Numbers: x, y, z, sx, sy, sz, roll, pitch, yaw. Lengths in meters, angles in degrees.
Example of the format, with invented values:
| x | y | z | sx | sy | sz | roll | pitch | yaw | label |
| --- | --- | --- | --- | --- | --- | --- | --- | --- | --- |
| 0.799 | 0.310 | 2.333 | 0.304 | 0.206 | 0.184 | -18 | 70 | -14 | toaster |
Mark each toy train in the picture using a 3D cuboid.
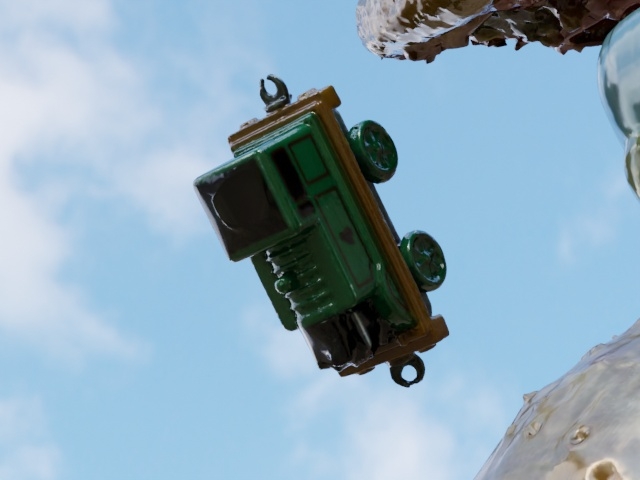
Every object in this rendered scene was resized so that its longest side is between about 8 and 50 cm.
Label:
| x | y | z | sx | sy | sz | roll | pitch | yaw | label |
| --- | --- | --- | --- | --- | --- | --- | --- | --- | --- |
| 0.000 | 0.000 | 1.201 | 0.091 | 0.136 | 0.227 | -23 | -88 | 37 | toy train |

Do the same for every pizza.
| x | y | z | sx | sy | sz | roll | pitch | yaw | label |
| --- | --- | --- | --- | --- | --- | --- | --- | --- | --- |
| 0.269 | -0.201 | 1.192 | 0.406 | 0.130 | 0.440 | -5 | -12 | -37 | pizza |

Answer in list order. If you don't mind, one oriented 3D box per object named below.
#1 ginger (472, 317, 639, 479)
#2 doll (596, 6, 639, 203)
| x | y | z | sx | sy | sz | roll | pitch | yaw | label |
| --- | --- | --- | --- | --- | --- | --- | --- | --- | --- |
| 0.086 | 0.088 | 0.456 | 0.102 | 0.216 | 0.157 | 42 | -25 | -19 | ginger |
| 0.244 | -0.003 | 0.941 | 0.177 | 0.260 | 0.161 | -11 | -9 | -17 | doll |
